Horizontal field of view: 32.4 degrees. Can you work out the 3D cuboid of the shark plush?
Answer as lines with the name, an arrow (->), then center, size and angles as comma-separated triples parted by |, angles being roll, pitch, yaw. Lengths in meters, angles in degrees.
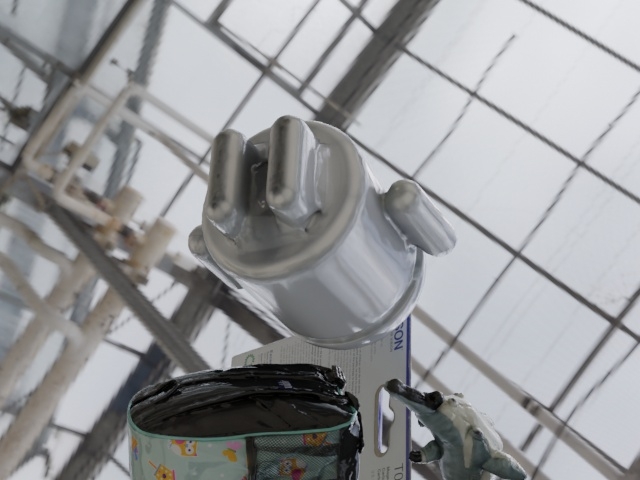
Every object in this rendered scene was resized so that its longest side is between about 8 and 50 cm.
shark plush -> 0.101, 0.161, 0.864 | 0.067, 0.161, 0.073 | -38, -131, 6

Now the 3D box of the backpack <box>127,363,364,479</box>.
backpack -> -0.070, 0.181, 0.930 | 0.166, 0.188, 0.144 | -126, -139, -74

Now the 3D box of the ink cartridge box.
ink cartridge box -> 0.005, 0.266, 1.418 | 0.330, 0.071, 0.324 | -21, -128, 36

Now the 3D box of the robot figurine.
robot figurine -> 0.000, 0.000, 1.266 | 0.299, 0.353, 0.200 | -7, -121, 24
